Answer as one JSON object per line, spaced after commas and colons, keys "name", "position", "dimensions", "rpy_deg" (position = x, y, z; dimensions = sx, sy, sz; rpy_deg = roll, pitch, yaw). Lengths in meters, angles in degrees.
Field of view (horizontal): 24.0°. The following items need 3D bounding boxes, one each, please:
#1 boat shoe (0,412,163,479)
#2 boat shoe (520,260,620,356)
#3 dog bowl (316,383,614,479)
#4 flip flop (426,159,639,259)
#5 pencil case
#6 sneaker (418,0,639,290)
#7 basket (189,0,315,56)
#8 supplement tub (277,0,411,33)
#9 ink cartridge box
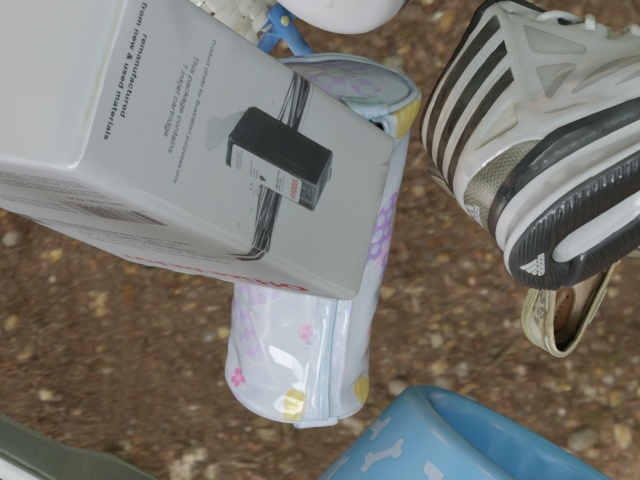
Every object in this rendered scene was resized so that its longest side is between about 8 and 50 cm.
{"name": "boat shoe", "position": [-0.163, 0.113, 0.682], "dimensions": [0.254, 0.095, 0.079], "rpy_deg": [28, 95, -12]}
{"name": "boat shoe", "position": [0.331, 0.006, 1.849], "dimensions": [0.104, 0.089, 0.285], "rpy_deg": [14, 97, -11]}
{"name": "dog bowl", "position": [0.121, 0.143, 0.444], "dimensions": [0.297, 0.166, 0.074], "rpy_deg": [33, 95, 10]}
{"name": "flip flop", "position": [0.237, -0.045, 1.590], "dimensions": [0.277, 0.112, 0.080], "rpy_deg": [16, 98, -17]}
{"name": "pencil case", "position": [0.000, 0.000, 1.090], "dimensions": [0.113, 0.124, 0.273], "rpy_deg": [-11, 125, -33]}
{"name": "sneaker", "position": [0.284, -0.163, 1.275], "dimensions": [0.447, 0.169, 0.257], "rpy_deg": [-27, 55, -14]}
{"name": "basket", "position": [-0.123, -0.242, 1.752], "dimensions": [0.289, 0.255, 0.201], "rpy_deg": [49, 59, -34]}
{"name": "supplement tub", "position": [0.085, -0.381, 1.501], "dimensions": [0.325, 0.235, 0.235], "rpy_deg": [-41, 99, -27]}
{"name": "ink cartridge box", "position": [-0.111, -0.060, 0.881], "dimensions": [0.273, 0.197, 0.114], "rpy_deg": [29, 74, -54]}
